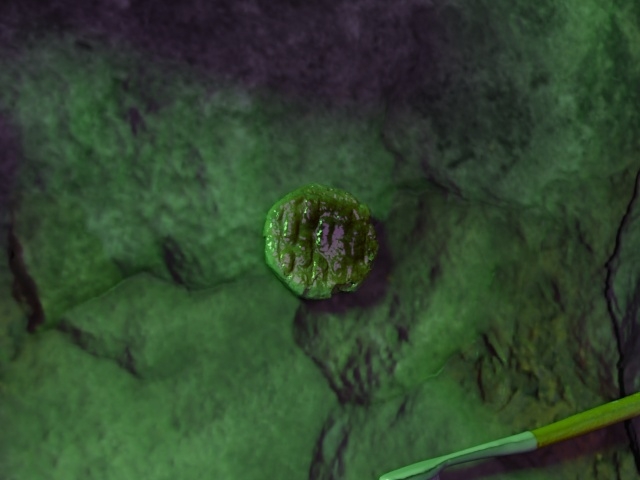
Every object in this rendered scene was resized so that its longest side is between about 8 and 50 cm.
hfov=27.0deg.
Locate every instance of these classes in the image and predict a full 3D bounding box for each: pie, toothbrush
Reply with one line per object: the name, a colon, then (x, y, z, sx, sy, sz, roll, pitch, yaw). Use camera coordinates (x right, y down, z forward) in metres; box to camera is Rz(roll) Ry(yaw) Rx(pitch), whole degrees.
pie: (0.000, 0.000, 0.881, 0.084, 0.020, 0.084, 5, 79, -25)
toothbrush: (0.167, 0.137, 0.937, 0.288, 0.021, 0.024, -14, 98, -26)
